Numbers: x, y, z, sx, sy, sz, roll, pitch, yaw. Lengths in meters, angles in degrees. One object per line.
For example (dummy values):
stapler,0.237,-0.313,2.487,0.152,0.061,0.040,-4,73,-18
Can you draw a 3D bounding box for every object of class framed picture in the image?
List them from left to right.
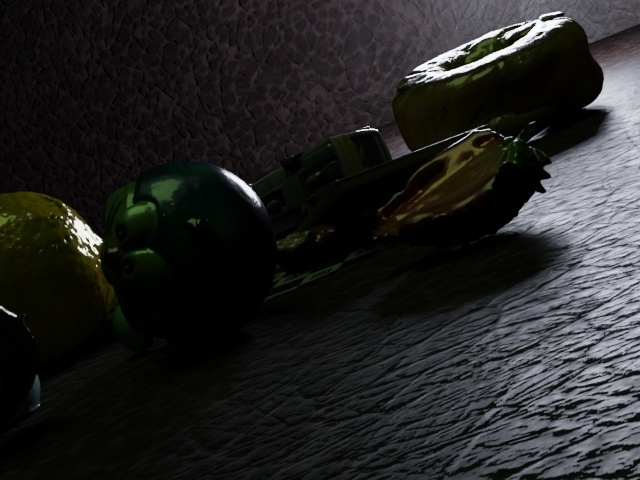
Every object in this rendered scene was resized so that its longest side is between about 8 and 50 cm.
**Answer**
framed picture,0.085,-0.067,1.677,0.211,0.020,0.289,-21,-8,-16

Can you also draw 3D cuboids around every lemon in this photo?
lemon,-0.411,0.057,1.709,0.267,0.267,0.267,-22,7,3

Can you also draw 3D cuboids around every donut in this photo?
donut,0.293,-0.246,2.083,0.360,0.170,0.360,-22,13,5

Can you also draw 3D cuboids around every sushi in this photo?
sushi,0.000,0.000,1.637,0.290,0.050,0.264,-24,7,-10

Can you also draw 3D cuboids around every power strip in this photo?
power strip,-0.293,0.116,1.799,0.051,0.019,0.136,-31,11,-40

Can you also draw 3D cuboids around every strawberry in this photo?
strawberry,0.157,-0.043,1.336,0.192,0.085,0.140,-47,31,-18

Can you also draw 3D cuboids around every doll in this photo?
doll,-0.151,0.019,1.416,0.186,0.198,0.322,-12,-5,-14

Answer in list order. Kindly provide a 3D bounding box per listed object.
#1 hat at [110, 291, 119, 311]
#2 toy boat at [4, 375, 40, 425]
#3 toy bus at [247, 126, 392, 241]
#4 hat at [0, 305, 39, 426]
hat,-0.325,0.077,2.035,0.076,0.059,0.077,-27,12,4
toy boat,-0.412,0.190,1.413,0.208,0.079,0.134,-26,4,-11
toy bus,-0.028,-0.064,1.860,0.138,0.097,0.342,-16,-6,-37
hat,-0.378,0.175,1.234,0.252,0.252,0.110,-24,49,-12
